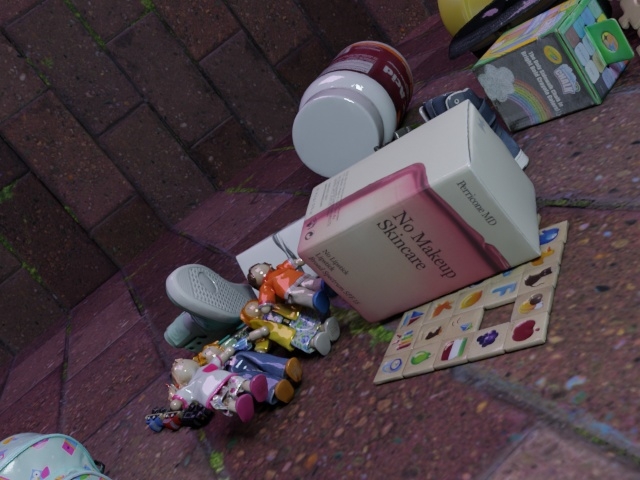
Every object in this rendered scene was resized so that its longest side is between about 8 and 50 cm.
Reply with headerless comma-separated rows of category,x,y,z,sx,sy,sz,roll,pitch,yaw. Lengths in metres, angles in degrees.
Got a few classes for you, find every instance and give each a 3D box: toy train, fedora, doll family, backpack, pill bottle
toy train,-0.208,0.256,0.964,0.158,0.027,0.036,-20,35,46
fedora,0.406,-0.401,1.235,0.334,0.152,0.334,-38,14,11
doll family,-0.083,0.141,0.870,0.163,0.118,0.263,10,50,39
backpack,-0.297,0.304,0.724,0.144,0.188,0.166,-18,24,50
pill bottle,0.080,-0.307,1.548,0.224,0.224,0.392,-28,19,29

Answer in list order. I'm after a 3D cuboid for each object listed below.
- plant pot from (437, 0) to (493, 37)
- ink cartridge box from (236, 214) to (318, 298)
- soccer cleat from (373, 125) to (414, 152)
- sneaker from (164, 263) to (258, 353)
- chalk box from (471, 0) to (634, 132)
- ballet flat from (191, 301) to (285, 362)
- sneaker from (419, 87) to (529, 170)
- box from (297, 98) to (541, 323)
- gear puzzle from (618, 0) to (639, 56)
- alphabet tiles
plant pot,0.444,-0.587,1.559,0.254,0.254,0.239,-44,33,-21
ink cartridge box,0.000,0.000,1.048,0.219,0.092,0.160,-28,3,30
soccer cleat,0.187,-0.128,1.069,0.093,0.121,0.289,-34,-6,38
sneaker,-0.193,0.123,1.028,0.151,0.094,0.256,-35,-22,9
chalk box,0.368,-0.275,1.016,0.213,0.132,0.132,-13,29,53
ballet flat,-0.111,0.152,0.979,0.188,0.070,0.070,-38,16,-13
sneaker,0.170,-0.104,0.910,0.226,0.163,0.086,-47,20,-24
box,0.112,-0.024,0.772,0.232,0.148,0.126,-27,32,33
gear puzzle,0.507,-0.416,0.999,0.175,0.044,0.339,120,156,-45
alphabet tiles,0.173,0.055,0.740,0.198,0.009,0.237,-25,20,39
